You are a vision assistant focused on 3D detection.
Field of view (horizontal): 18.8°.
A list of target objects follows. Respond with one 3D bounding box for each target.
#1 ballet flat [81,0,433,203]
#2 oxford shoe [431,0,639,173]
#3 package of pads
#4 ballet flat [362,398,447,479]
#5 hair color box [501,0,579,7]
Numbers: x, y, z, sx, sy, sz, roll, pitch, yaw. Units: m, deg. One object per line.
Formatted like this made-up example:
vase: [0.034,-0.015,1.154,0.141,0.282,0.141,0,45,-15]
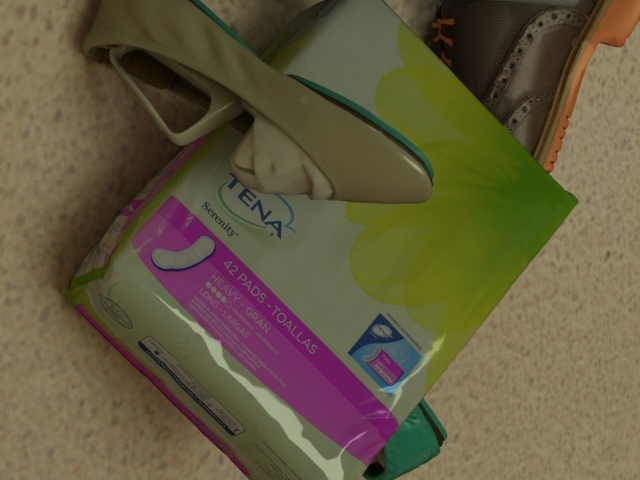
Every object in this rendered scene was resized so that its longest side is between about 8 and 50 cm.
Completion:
ballet flat: [-0.047,-0.077,1.187,0.086,0.248,0.086,-46,160,-22]
oxford shoe: [0.125,-0.121,1.463,0.133,0.130,0.363,31,86,-15]
package of pads: [0.000,0.000,1.290,0.229,0.101,0.296,46,65,-11]
ballet flat: [0.018,0.093,1.423,0.087,0.083,0.247,-38,128,-15]
hair color box: [0.060,-0.258,1.223,0.374,0.113,0.185,-2,143,-40]
